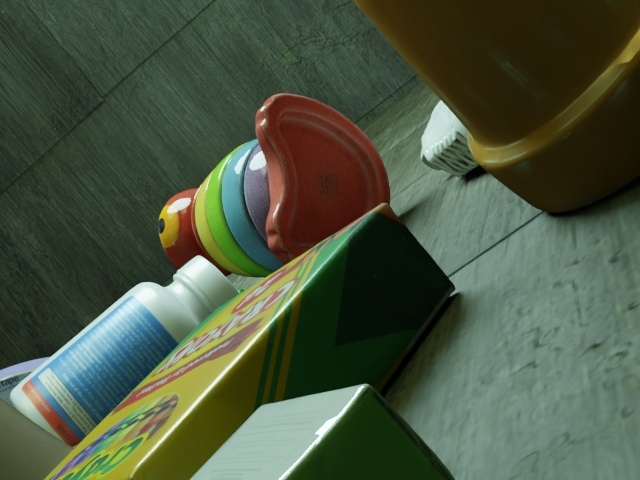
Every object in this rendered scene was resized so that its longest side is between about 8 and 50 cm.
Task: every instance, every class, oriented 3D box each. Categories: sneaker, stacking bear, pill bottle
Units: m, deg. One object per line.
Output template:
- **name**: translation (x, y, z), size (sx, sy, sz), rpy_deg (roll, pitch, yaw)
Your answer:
- **sneaker**: translation (0.146, -0.102, 0.950), size (0.095, 0.090, 0.235), rpy_deg (-52, 3, 4)
- **stacking bear**: translation (-0.076, -0.028, 1.116), size (0.164, 0.175, 0.289), rpy_deg (3, -14, -40)
- **pill bottle**: translation (-0.171, 0.119, 0.963), size (0.221, 0.124, 0.124), rpy_deg (-41, 7, -15)

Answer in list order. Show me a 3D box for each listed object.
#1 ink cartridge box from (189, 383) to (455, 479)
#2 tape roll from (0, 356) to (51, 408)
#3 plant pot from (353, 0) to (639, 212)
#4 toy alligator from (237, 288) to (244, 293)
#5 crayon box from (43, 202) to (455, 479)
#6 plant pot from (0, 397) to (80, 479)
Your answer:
- **ink cartridge box**: translation (-0.051, 0.150, 0.381), size (0.209, 0.062, 0.109), rpy_deg (-43, 8, -27)
- **tape roll**: translation (-0.335, 0.209, 1.130), size (0.189, 0.080, 0.189), rpy_deg (-13, 19, 5)
- **plant pot**: translation (0.127, -0.153, 0.628), size (0.205, 0.188, 0.205), rpy_deg (-50, 18, 22)
- **toy alligator**: translation (-0.090, 0.079, 1.084), size (0.189, 0.051, 0.056), rpy_deg (-39, 7, 2)
- **crayon box**: translation (-0.070, 0.120, 0.603), size (0.202, 0.081, 0.318), rpy_deg (-32, 10, 43)
- **plant pot**: translation (-0.309, 0.195, 0.767), size (0.263, 0.229, 0.263), rpy_deg (-38, 6, 5)
